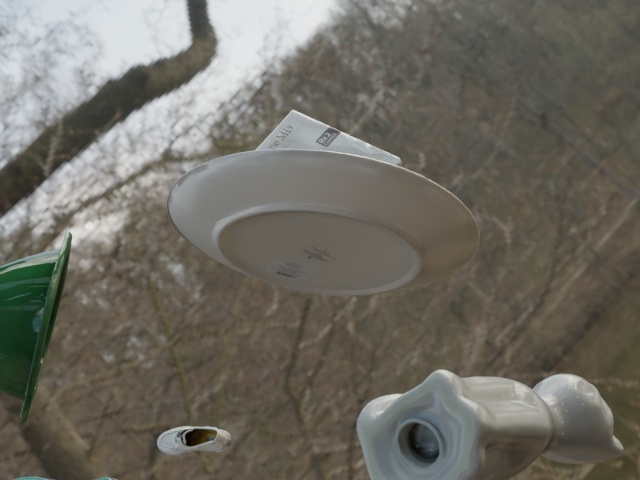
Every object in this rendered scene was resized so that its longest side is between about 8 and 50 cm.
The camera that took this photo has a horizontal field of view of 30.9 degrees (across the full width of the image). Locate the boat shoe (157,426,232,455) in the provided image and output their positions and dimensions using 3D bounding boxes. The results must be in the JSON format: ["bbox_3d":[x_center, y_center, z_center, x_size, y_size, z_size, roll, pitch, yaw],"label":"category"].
[{"bbox_3d":[-0.155,0.234,1.369,0.035,0.100,0.035,45,-132,-51],"label":"boat shoe"}]

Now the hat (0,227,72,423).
[{"bbox_3d":[-0.330,0.066,1.018,0.208,0.184,0.173,-90,16,-52],"label":"hat"}]

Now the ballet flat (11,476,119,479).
[{"bbox_3d":[-0.343,0.376,1.557,0.280,0.096,0.095,-10,37,43],"label":"ballet flat"}]

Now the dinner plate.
[{"bbox_3d":[0.000,0.000,0.520,0.141,0.141,0.017,110,169,-65],"label":"dinner plate"}]

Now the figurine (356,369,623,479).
[{"bbox_3d":[0.154,0.159,0.691,0.209,0.215,0.092,3,-51,-47],"label":"figurine"}]

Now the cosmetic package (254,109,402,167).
[{"bbox_3d":[-0.003,-0.053,1.607,0.151,0.184,0.151,-50,-24,-31],"label":"cosmetic package"}]
